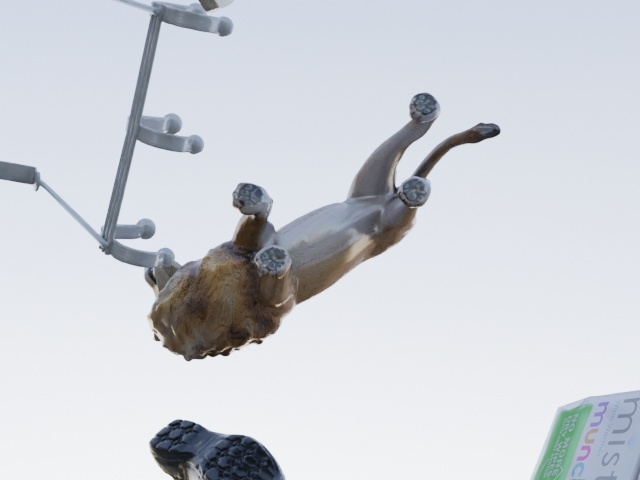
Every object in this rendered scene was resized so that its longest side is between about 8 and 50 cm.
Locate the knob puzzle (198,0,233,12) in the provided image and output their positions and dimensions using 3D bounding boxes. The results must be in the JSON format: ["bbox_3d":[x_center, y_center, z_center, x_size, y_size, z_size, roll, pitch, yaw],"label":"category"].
[{"bbox_3d":[-0.091,-0.248,0.779,0.030,0.213,0.213,-20,-47,11],"label":"knob puzzle"}]

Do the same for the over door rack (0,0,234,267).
[{"bbox_3d":[-0.205,-0.131,1.102,0.108,0.239,0.324,7,13,-40],"label":"over door rack"}]

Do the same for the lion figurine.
[{"bbox_3d":[0.000,0.000,1.188,0.392,0.142,0.240,-21,-22,-17],"label":"lion figurine"}]

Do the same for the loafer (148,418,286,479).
[{"bbox_3d":[-0.105,0.251,1.207,0.223,0.076,0.078,6,-50,52],"label":"loafer"}]

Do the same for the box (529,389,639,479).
[{"bbox_3d":[0.208,0.252,0.616,0.231,0.262,0.127,29,-20,-9],"label":"box"}]
